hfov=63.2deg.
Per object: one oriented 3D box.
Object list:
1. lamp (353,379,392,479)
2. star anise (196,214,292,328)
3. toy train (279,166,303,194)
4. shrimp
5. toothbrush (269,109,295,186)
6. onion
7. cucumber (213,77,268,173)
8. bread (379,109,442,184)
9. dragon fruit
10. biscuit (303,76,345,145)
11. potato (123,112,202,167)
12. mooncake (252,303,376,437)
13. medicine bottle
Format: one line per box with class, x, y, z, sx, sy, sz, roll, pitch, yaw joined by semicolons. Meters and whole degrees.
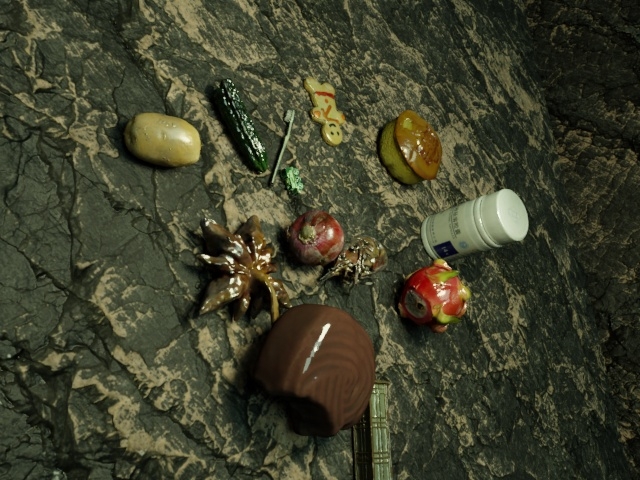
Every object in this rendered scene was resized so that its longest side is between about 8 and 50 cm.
lamp;0.139;0.548;1.414;0.089;0.090;0.325;17;62;-37
star anise;-0.176;0.090;1.286;0.292;0.109;0.349;13;66;-34
toy train;-0.083;-0.175;1.528;0.053;0.033;0.083;-13;83;-40
shrimp;0.098;0.075;1.537;0.343;0.116;0.145;-25;90;-51
toothbrush;-0.112;-0.278;1.546;0.028;0.026;0.294;18;60;-17
onion;0.000;0.000;1.463;0.195;0.159;0.159;24;56;-61
cucumber;-0.214;-0.308;1.428;0.077;0.077;0.265;-30;94;-45
bread;0.336;-0.335;1.900;0.270;0.148;0.270;17;64;-38
dragon fruit;0.375;0.183;1.691;0.227;0.224;0.224;-19;87;-30
biscuit;0.022;-0.425;1.728;0.153;0.030;0.234;-1;74;-41
potato;-0.371;-0.238;1.231;0.178;0.118;0.109;11;30;-26
mooncake;-0.003;0.315;1.262;0.334;0.174;0.326;-18;106;-52
medicine bottle;0.542;-0.046;1.849;0.190;0.332;0.190;18;62;-38
